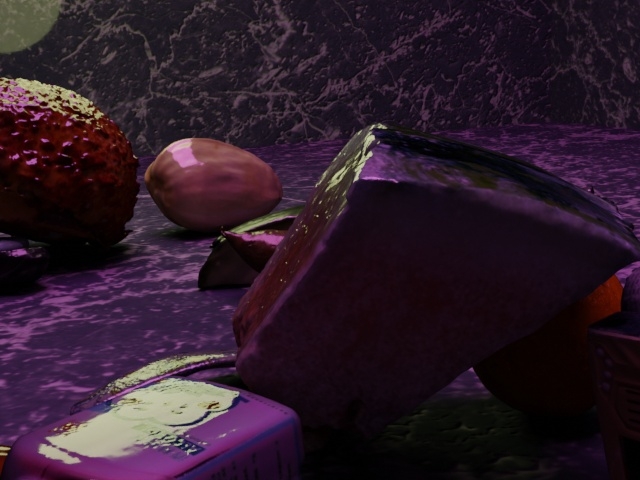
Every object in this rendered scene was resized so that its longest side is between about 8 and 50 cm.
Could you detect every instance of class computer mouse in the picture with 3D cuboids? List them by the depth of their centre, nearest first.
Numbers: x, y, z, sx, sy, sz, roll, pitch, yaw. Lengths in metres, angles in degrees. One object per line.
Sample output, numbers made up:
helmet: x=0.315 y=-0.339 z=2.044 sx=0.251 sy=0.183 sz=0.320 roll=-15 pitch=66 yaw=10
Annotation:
computer mouse: x=-0.407 y=0.042 z=1.182 sx=0.135 sy=0.047 sz=0.079 roll=-12 pitch=-8 yaw=23

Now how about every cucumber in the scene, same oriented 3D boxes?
cucumber: x=0.000 y=-0.002 z=1.188 sx=0.326 sy=0.105 sz=0.145 roll=-7 pitch=13 yaw=-6

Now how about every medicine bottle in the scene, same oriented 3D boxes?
medicine bottle: x=-0.105 y=0.146 z=0.487 sx=0.119 sy=0.094 sz=0.188 roll=8 pitch=15 yaw=36

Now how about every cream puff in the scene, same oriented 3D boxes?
cream puff: x=-0.424 y=-0.116 z=1.334 sx=0.351 sy=0.228 sz=0.350 roll=9 pitch=-8 yaw=1

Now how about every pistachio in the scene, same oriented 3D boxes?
pistachio: x=-0.177 y=-0.090 z=1.520 sx=0.230 sy=0.157 sz=0.157 roll=4 pitch=6 yaw=-34

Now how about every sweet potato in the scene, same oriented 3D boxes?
sweet potato: x=0.011 y=0.031 z=1.098 sx=0.270 sy=0.074 sz=0.075 roll=7 pitch=10 yaw=-12

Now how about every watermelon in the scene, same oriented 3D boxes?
watermelon: x=0.040 y=0.012 z=0.627 sx=0.302 sy=0.151 sz=0.264 roll=-39 pitch=11 yaw=6

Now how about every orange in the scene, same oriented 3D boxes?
orange: x=0.169 y=0.067 z=0.700 sx=0.118 sy=0.135 sz=0.136 roll=23 pitch=-1 yaw=-28

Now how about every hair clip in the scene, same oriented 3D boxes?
hair clip: x=-0.103 y=0.115 z=0.788 sx=0.229 sy=0.036 sz=0.066 roll=-9 pitch=7 yaw=-30

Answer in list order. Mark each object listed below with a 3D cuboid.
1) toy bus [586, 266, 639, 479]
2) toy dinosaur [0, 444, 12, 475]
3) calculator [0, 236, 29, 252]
toy bus: x=0.309 y=0.080 z=0.579 sx=0.290 sy=0.157 sz=0.139 roll=-14 pitch=12 yaw=-37
toy dinosaur: x=-0.290 y=0.136 z=0.585 sx=0.432 sy=0.097 sz=0.208 roll=-18 pitch=33 yaw=-42
calculator: x=-0.521 y=0.016 z=1.294 sx=0.184 sy=0.042 sz=0.295 roll=-5 pitch=4 yaw=-44
